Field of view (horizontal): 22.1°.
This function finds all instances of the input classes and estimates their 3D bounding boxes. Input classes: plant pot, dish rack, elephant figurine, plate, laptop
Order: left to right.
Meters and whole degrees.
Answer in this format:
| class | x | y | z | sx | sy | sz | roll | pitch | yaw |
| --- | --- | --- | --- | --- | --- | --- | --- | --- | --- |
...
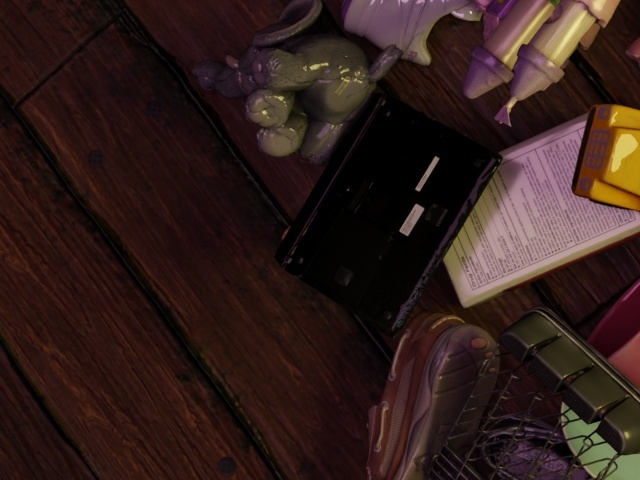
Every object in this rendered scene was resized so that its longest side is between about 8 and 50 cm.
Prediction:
| class | x | y | z | sx | sy | sz | roll | pitch | yaw |
| --- | --- | --- | --- | --- | --- | --- | --- | --- | --- |
| elephant figurine | -0.035 | -0.209 | 1.961 | 0.186 | 0.239 | 0.169 | 8 | 116 | -17 |
| laptop | 0.069 | -0.037 | 1.893 | 0.264 | 0.136 | 0.234 | 31 | 92 | 30 |
| dish rack | 0.234 | 0.234 | 1.800 | 0.208 | 0.074 | 0.271 | 45 | 129 | 28 |
| plate | 0.358 | 0.221 | 1.858 | 0.188 | 0.188 | 0.024 | 37 | 140 | 13 |
| plant pot | 0.417 | 0.130 | 1.822 | 0.180 | 0.201 | 0.201 | 42 | 101 | -4 |

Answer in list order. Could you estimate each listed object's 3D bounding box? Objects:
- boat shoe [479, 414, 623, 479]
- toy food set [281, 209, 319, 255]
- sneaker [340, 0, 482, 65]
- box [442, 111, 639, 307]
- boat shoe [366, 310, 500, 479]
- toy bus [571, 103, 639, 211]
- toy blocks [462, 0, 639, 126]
| class | x | y | z | sx | sy | sz | roll | pitch | yaw |
| --- | --- | --- | --- | --- | --- | --- | --- | --- | --- |
| boat shoe | 0.326 | 0.281 | 1.881 | 0.301 | 0.102 | 0.108 | 23 | 96 | 15 |
| toy food set | 0.000 | 0.000 | 2.020 | 0.082 | 0.020 | 0.083 | -46 | 78 | 11 |
| sneaker | 0.157 | -0.349 | 1.946 | 0.152 | 0.114 | 0.305 | 34 | 104 | 2 |
| box | 0.249 | -0.034 | 1.894 | 0.232 | 0.127 | 0.148 | -24 | 83 | 15 |
| boat shoe | 0.114 | 0.233 | 1.950 | 0.116 | 0.123 | 0.324 | 35 | 111 | 47 |
| toy bus | 0.437 | -0.060 | 1.762 | 0.333 | 0.130 | 0.108 | 12 | 94 | -28 |
| toy blocks | 0.217 | -0.268 | 1.775 | 0.309 | 0.288 | 0.260 | 37 | 94 | -23 |
